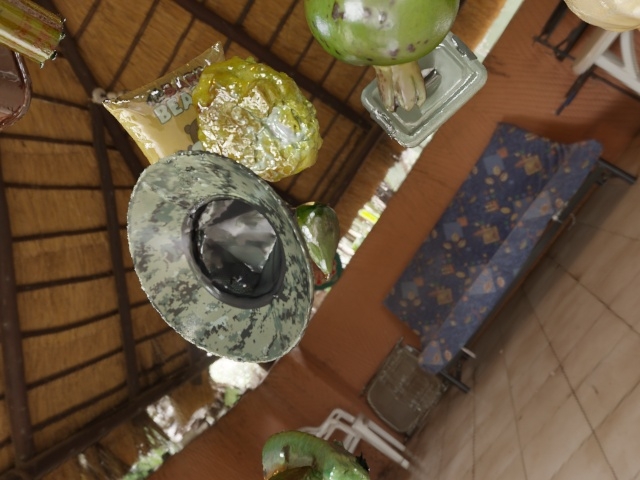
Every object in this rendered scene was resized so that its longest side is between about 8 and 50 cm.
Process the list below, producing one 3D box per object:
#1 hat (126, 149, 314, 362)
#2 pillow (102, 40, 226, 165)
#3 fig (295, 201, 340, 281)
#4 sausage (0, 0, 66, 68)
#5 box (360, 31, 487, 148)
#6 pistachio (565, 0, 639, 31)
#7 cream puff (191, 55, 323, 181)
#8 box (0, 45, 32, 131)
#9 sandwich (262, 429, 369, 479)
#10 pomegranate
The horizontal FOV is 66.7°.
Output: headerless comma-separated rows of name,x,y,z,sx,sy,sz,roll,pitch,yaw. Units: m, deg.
hat,-0.088,0.009,0.564,0.128,0.266,0.265,-36,-22,-53
pillow,-0.307,-0.278,1.198,0.310,0.119,0.312,-35,-53,-14
fig,0.000,0.000,1.068,0.117,0.177,0.117,-25,3,1
sausage,-0.456,-0.304,0.509,0.082,0.082,0.372,-56,-30,8
box,0.160,-0.231,0.768,0.172,0.124,0.093,-41,-5,6
pistachio,0.455,-0.414,0.680,0.230,0.230,0.308,107,160,-58
cream puff,-0.121,-0.254,1.006,0.185,0.282,0.281,-62,-2,-46
box,-0.611,-0.307,0.665,0.240,0.339,0.229,-22,-3,17
sandwich,-0.065,0.451,0.756,0.250,0.162,0.301,-14,61,60
pomegranate,0.082,-0.286,0.628,0.202,0.202,0.247,-47,-46,-36
